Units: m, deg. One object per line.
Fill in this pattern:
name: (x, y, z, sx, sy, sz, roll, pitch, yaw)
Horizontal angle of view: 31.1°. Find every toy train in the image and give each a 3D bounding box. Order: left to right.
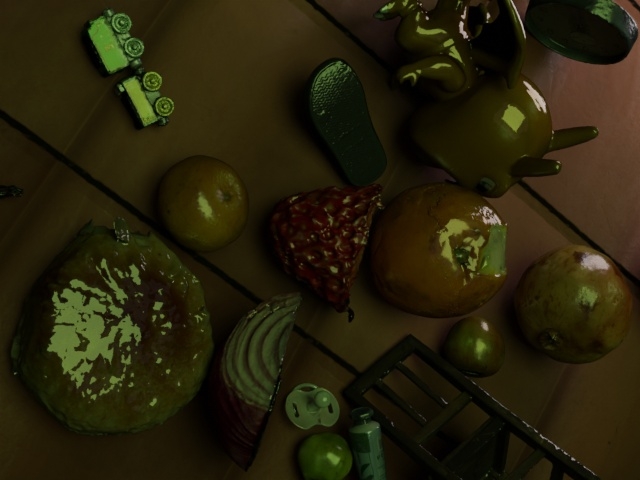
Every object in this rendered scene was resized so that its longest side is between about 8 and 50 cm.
toy train: (-0.304, -0.265, 1.808, 0.081, 0.060, 0.202, -30, 99, -21)

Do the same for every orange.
orange: (-0.189, -0.056, 1.813, 0.155, 0.134, 0.154, 22, 61, -46)
orange: (0.202, 0.017, 1.956, 0.240, 0.240, 0.240, 3, 83, -28)

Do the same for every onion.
onion: (-0.119, 0.218, 1.773, 0.111, 0.247, 0.250, 17, 50, -4)

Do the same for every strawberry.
strawberry: (0.000, 0.000, 1.899, 0.178, 0.234, 0.233, 16, 75, 4)

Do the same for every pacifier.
pacifier: (-0.009, 0.267, 1.899, 0.099, 0.078, 0.081, -3, 65, -28)

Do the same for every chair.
chair: (0.243, 0.397, 1.975, 0.203, 0.416, 0.240, -37, 146, -26)

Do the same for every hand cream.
hand cream: (0.092, 0.403, 1.913, 0.055, 0.088, 0.256, -13, 101, -3)

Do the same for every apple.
apple: (0.278, 0.191, 2.050, 0.114, 0.099, 0.102, 21, 72, -22)

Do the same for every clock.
clock: (0.488, -0.403, 2.165, 0.215, 0.215, 0.042, 31, 77, -22)

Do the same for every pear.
pear: (0.008, 0.364, 1.892, 0.092, 0.092, 0.097, 23, 74, -25)

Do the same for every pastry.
pastry: (-0.297, 0.141, 1.721, 0.330, 0.136, 0.329, 4, 81, -29)

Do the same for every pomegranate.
pomegranate: (0.459, 0.120, 2.091, 0.215, 0.215, 0.215, 3, 83, -28)

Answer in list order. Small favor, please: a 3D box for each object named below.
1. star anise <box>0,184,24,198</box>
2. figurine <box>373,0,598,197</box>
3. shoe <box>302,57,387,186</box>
star anise: (-0.546, -0.033, 1.653, 0.212, 0.053, 0.157, 18, 75, -28)
figurine: (0.260, -0.268, 1.959, 0.268, 0.401, 0.387, -33, 95, -8)
shoe: (0.030, -0.203, 1.973, 0.108, 0.093, 0.241, -33, 123, -11)
